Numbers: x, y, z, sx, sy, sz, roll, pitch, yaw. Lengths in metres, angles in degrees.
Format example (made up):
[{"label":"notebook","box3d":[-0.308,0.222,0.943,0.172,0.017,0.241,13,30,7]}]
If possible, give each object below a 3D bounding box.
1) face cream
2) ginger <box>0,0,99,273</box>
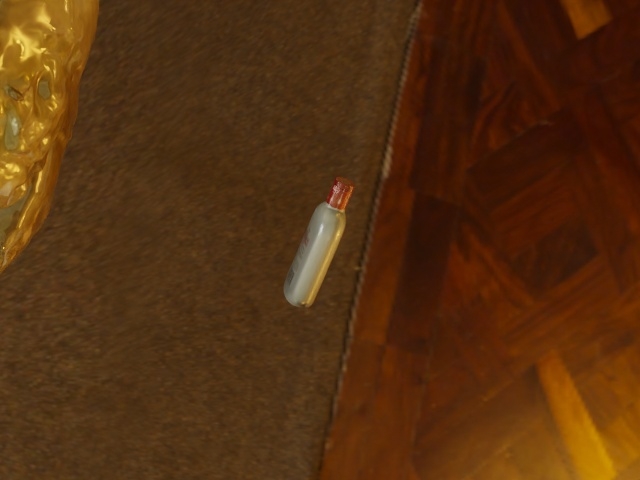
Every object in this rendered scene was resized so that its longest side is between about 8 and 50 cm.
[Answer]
[{"label":"face cream","box3d":[0.000,0.000,0.727,0.021,0.040,0.083,19,110,-10]},{"label":"ginger","box3d":[-0.149,-0.130,0.346,0.166,0.375,0.236,-4,53,4]}]
